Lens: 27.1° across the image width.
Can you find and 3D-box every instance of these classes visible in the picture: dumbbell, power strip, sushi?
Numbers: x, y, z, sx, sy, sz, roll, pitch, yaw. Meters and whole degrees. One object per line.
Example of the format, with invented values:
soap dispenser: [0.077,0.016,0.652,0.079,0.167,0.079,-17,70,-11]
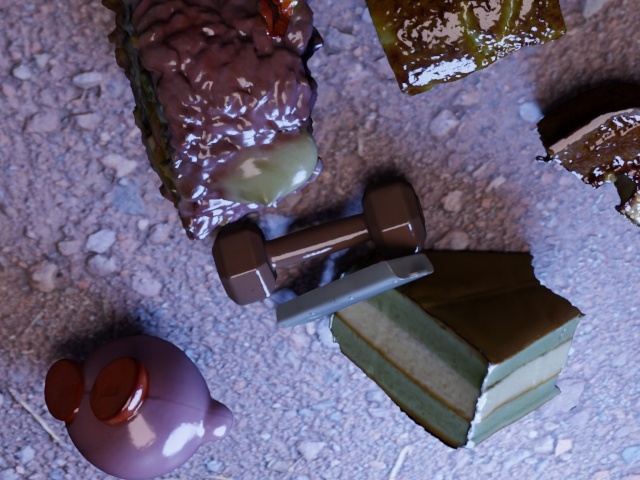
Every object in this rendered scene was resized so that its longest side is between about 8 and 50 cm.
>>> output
dumbbell: [0.000,0.000,1.443,0.231,0.092,0.082,-17,103,4]
power strip: [0.027,0.058,1.468,0.060,0.027,0.252,-11,170,-41]
sushi: [-0.084,-0.129,1.219,0.170,0.236,0.270,-17,146,-13]

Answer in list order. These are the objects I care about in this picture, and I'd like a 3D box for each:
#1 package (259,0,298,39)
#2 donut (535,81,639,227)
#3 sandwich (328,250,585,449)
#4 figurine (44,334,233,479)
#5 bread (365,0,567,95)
package: [-0.039,-0.337,1.074,0.108,0.288,0.223,6,148,39]
donut: [0.336,-0.096,1.418,0.141,0.085,0.217,-39,126,21]
sandwich: [0.162,0.097,1.541,0.198,0.227,0.155,-24,139,-38]
figurine: [-0.203,0.190,1.513,0.173,0.173,0.173,-5,130,-6]
bread: [0.139,-0.218,1.270,0.172,0.103,0.132,-19,123,11]
